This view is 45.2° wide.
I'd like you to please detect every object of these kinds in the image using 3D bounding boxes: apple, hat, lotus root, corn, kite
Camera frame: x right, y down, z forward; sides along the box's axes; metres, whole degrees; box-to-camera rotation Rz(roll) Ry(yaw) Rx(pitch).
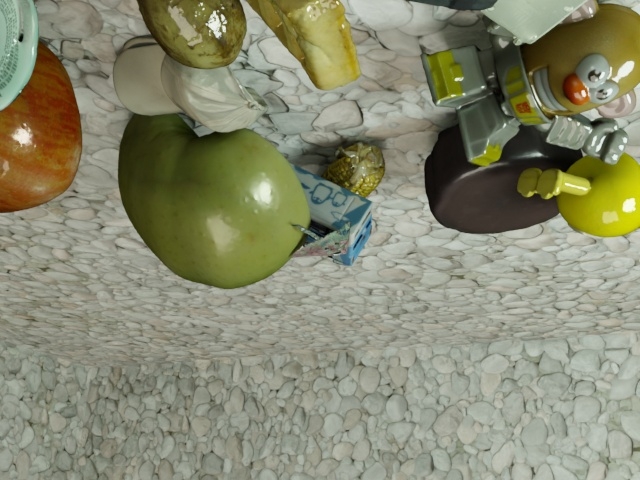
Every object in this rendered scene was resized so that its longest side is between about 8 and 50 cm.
[{"bbox_3d":[-0.516,-0.183,1.135,0.302,0.301,0.301,3,158,1],"label":"apple"},{"bbox_3d":[-0.214,-0.225,1.216,0.226,0.164,0.219,-25,151,16],"label":"hat"},{"bbox_3d":[-0.177,-0.312,1.002,0.138,0.138,0.214,-6,145,22],"label":"lotus root"},{"bbox_3d":[-0.198,-0.066,1.427,0.312,0.320,0.360,-19,136,-8],"label":"apple"},{"bbox_3d":[0.039,-0.102,1.535,0.106,0.106,0.293,10,156,-17],"label":"corn"},{"bbox_3d":[0.000,0.000,1.365,0.139,0.011,0.157,-31,143,24],"label":"kite"}]

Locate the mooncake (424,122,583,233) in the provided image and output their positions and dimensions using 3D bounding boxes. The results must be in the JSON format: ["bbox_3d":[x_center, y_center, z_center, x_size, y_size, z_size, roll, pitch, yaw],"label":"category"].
[{"bbox_3d":[0.326,-0.127,1.384,0.283,0.141,0.283,-5,153,-2],"label":"mooncake"}]

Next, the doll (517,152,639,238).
[{"bbox_3d":[0.499,-0.067,1.259,0.363,0.145,0.199,11,-175,-20],"label":"doll"}]

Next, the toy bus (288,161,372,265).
[{"bbox_3d":[-0.048,-0.069,1.472,0.297,0.106,0.131,26,151,11],"label":"toy bus"}]

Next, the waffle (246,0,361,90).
[{"bbox_3d":[-0.062,-0.299,0.864,0.057,0.274,0.168,-37,160,-2],"label":"waffle"}]

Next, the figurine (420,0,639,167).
[{"bbox_3d":[0.314,-0.234,1.076,0.285,0.167,0.342,-16,150,29],"label":"figurine"}]

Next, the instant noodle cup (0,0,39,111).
[{"bbox_3d":[-0.494,-0.264,0.929,0.255,0.244,0.244,18,158,3],"label":"instant noodle cup"}]

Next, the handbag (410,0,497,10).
[{"bbox_3d":[0.114,-0.354,0.789,0.255,0.181,0.181,8,165,-14],"label":"handbag"}]

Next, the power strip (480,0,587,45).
[{"bbox_3d":[0.323,-0.347,0.846,0.106,0.043,0.367,21,138,-36],"label":"power strip"}]
